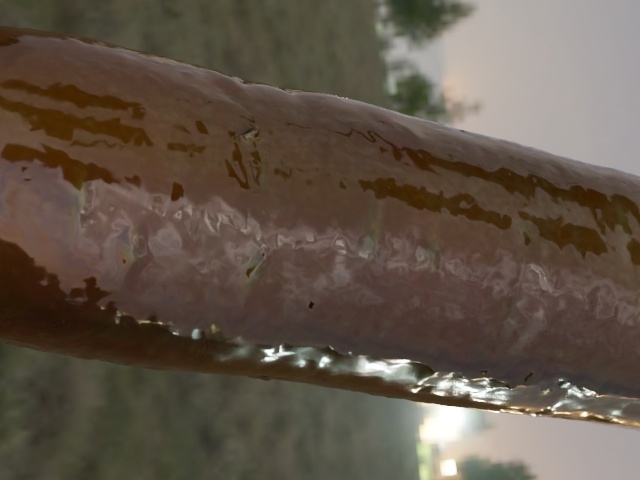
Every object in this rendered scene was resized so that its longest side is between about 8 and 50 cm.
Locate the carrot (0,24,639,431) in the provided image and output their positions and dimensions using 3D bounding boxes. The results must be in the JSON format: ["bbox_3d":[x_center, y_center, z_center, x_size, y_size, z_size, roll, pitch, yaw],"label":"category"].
[{"bbox_3d":[0.000,0.000,0.372,0.067,0.225,0.067,-170,-90,-69],"label":"carrot"}]
